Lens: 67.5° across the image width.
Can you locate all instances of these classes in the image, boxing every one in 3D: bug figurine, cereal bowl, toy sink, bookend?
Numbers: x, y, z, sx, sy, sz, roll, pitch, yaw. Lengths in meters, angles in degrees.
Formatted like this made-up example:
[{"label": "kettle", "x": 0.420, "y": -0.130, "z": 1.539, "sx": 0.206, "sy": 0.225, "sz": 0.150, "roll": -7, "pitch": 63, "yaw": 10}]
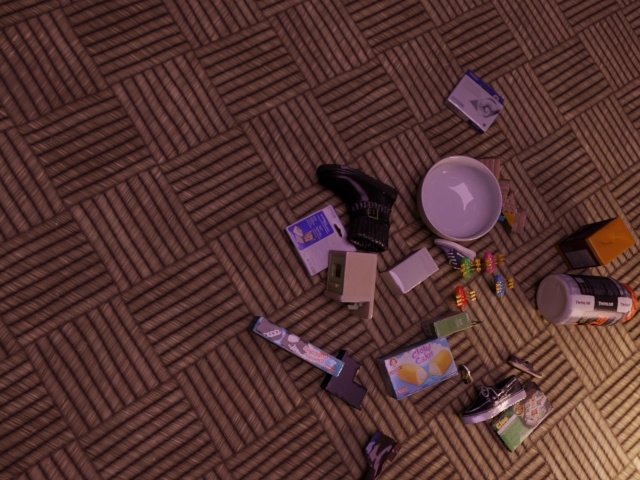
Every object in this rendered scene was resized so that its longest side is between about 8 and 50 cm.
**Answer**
[{"label": "bug figurine", "x": 0.629, "y": 0.156, "z": 1.894, "sx": 0.279, "sy": 0.072, "sz": 0.216, "roll": -12, "pitch": 103, "yaw": -20}, {"label": "cereal bowl", "x": 0.531, "y": -0.156, "z": 1.900, "sx": 0.340, "sy": 0.141, "sz": 0.338, "roll": 2, "pitch": 81, "yaw": -11}, {"label": "toy sink", "x": 0.101, "y": 0.155, "z": 1.713, "sx": 0.131, "sy": 0.153, "sz": 0.233, "roll": 5, "pitch": 90, "yaw": -22}, {"label": "bookend", "x": 0.108, "y": 0.500, "z": 1.723, "sx": 0.156, "sy": 0.072, "sz": 0.157, "roll": 33, "pitch": 74, "yaw": -8}]

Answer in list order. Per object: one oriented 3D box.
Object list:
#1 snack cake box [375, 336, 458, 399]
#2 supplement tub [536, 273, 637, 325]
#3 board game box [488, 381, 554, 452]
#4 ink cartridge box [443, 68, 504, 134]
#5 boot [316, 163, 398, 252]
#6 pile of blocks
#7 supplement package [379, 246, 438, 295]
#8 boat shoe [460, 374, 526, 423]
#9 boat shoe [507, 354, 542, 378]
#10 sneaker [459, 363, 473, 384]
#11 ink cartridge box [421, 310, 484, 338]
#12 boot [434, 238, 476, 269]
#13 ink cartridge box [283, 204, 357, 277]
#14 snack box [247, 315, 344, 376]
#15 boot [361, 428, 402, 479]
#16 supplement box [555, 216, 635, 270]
[{"label": "snack cake box", "x": 0.360, "y": 0.468, "z": 1.784, "sx": 0.265, "sy": 0.089, "sz": 0.152, "roll": -18, "pitch": 86, "yaw": -17}, {"label": "supplement tub", "x": 1.081, "y": 0.243, "z": 1.944, "sx": 0.339, "sy": 0.207, "sz": 0.206, "roll": 4, "pitch": 80, "yaw": -13}, {"label": "board game box", "x": 0.795, "y": 0.694, "z": 1.889, "sx": 0.260, "sy": 0.030, "sz": 0.136, "roll": -36, "pitch": 93, "yaw": -17}, {"label": "ink cartridge box", "x": 0.676, "y": -0.607, "z": 2.066, "sx": 0.223, "sy": 0.045, "sz": 0.223, "roll": 38, "pitch": 74, "yaw": -6}, {"label": "boot", "x": 0.122, "y": -0.120, "z": 1.790, "sx": 0.348, "sy": 0.131, "sz": 0.259, "roll": 21, "pitch": 72, "yaw": -11}, {"label": "pile of blocks", "x": 0.740, "y": -0.195, "z": 1.998, "sx": 0.361, "sy": 0.149, "sz": 0.113, "roll": 61, "pitch": 30, "yaw": -8}, {"label": "supplement package", "x": 0.337, "y": 0.119, "z": 1.828, "sx": 0.179, "sy": 0.105, "sz": 0.105, "roll": -32, "pitch": 90, "yaw": -18}, {"label": "boat shoe", "x": 0.649, "y": 0.600, "z": 1.825, "sx": 0.307, "sy": 0.113, "sz": 0.104, "roll": -18, "pitch": 79, "yaw": -19}, {"label": "boat shoe", "x": 0.824, "y": 0.505, "z": 1.913, "sx": 0.152, "sy": 0.056, "sz": 0.049, "roll": 26, "pitch": 81, "yaw": -9}, {"label": "sneaker", "x": 0.561, "y": 0.521, "z": 1.856, "sx": 0.035, "sy": 0.031, "sz": 0.083, "roll": -29, "pitch": 89, "yaw": -16}, {"label": "ink cartridge box", "x": 0.507, "y": 0.313, "z": 1.836, "sx": 0.210, "sy": 0.109, "sz": 0.062, "roll": -15, "pitch": 86, "yaw": -16}, {"label": "boot", "x": 0.529, "y": 0.060, "z": 1.905, "sx": 0.190, "sy": 0.069, "sz": 0.085, "roll": 21, "pitch": 81, "yaw": -12}, {"label": "ink cartridge box", "x": 0.000, "y": 0.000, "z": 1.792, "sx": 0.208, "sy": 0.045, "sz": 0.206, "roll": -28, "pitch": 89, "yaw": -19}, {"label": "snack box", "x": -0.090, "y": 0.359, "z": 1.636, "sx": 0.322, "sy": 0.187, "sz": 0.060, "roll": 31, "pitch": 75, "yaw": -8}, {"label": "boot", "x": 0.181, "y": 0.785, "z": 1.707, "sx": 0.106, "sy": 0.082, "sz": 0.219, "roll": 40, "pitch": 77, "yaw": 18}, {"label": "supplement box", "x": 1.143, "y": 0.016, "z": 2.003, "sx": 0.192, "sy": 0.194, "sz": 0.129, "roll": -30, "pitch": 89, "yaw": -17}]
